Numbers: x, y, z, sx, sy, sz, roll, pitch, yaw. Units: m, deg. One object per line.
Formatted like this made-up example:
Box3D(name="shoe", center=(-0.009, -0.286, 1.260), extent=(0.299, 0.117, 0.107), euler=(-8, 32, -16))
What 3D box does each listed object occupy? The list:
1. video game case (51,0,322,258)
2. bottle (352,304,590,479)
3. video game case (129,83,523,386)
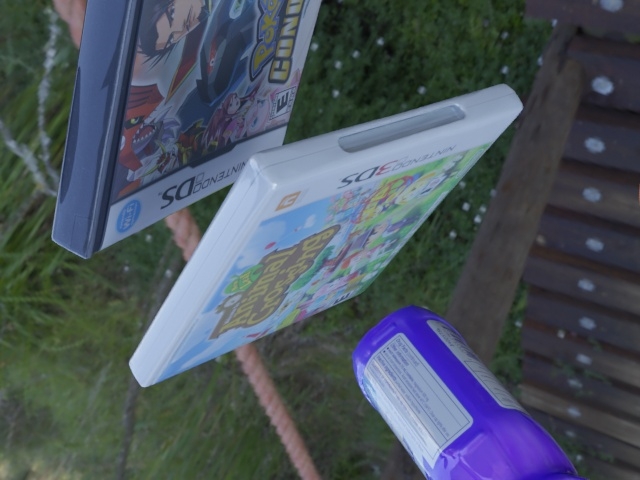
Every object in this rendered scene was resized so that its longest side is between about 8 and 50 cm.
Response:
Box3D(name="video game case", center=(-0.070, -0.146, 0.642), extent=(0.035, 0.248, 0.274), euler=(28, 120, 18))
Box3D(name="bottle", center=(0.123, 0.161, 0.679), extent=(0.118, 0.092, 0.283), euler=(49, -179, -38))
Box3D(name="video game case", center=(0.000, 0.000, 0.558), extent=(0.023, 0.193, 0.212), euler=(56, 139, 17))
